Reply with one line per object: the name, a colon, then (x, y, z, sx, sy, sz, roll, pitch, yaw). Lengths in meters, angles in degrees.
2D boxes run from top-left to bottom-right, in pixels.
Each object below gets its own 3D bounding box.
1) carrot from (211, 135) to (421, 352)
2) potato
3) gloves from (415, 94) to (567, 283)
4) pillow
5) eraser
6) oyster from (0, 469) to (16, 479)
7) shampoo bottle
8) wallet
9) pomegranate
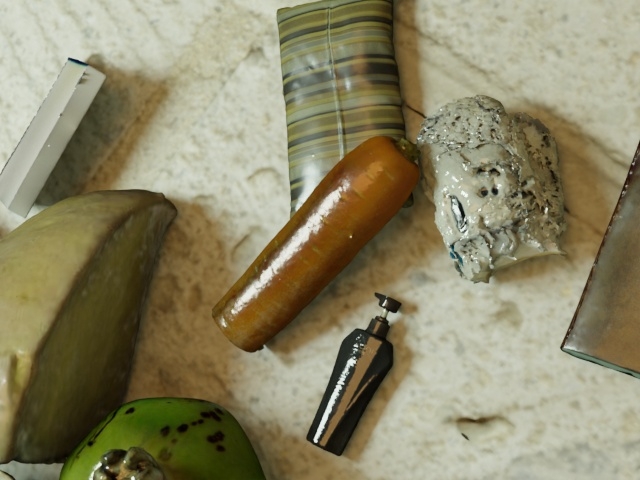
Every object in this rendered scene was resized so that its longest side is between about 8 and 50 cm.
carrot: (0.000, 0.000, 1.130, 0.225, 0.067, 0.067, -48, 66, 17)
potato: (-0.271, 0.053, 1.171, 0.211, 0.189, 0.264, 13, 82, 23)
gloves: (0.139, -0.048, 1.106, 0.114, 0.070, 0.153, -21, 69, 15)
pillow: (0.018, -0.119, 1.185, 0.113, 0.038, 0.203, -10, 75, 17)
eraser: (-0.252, -0.096, 1.256, 0.150, 0.023, 0.104, -60, 24, -1)
oyster: (-0.328, 0.273, 1.151, 0.275, 0.100, 0.271, -12, 64, -18)
shampoo bottle: (0.031, 0.110, 1.133, 0.048, 0.027, 0.137, 24, 86, 24)
wallet: (0.291, -0.008, 1.062, 0.137, 0.031, 0.255, 20, 86, 23)
pomegranate: (-0.126, 0.204, 1.069, 0.180, 0.209, 0.179, -2, 70, 4)
